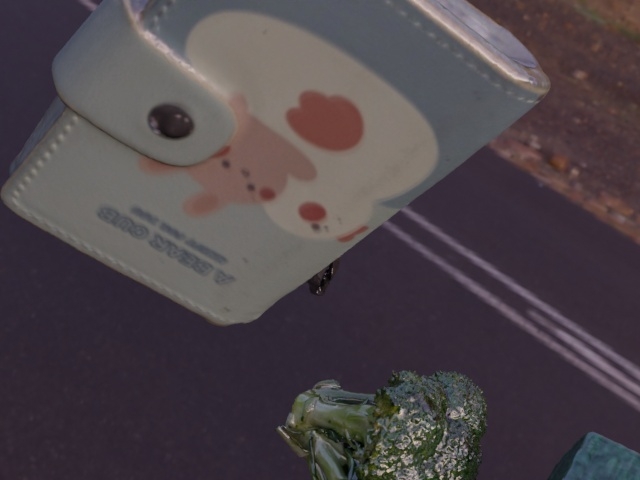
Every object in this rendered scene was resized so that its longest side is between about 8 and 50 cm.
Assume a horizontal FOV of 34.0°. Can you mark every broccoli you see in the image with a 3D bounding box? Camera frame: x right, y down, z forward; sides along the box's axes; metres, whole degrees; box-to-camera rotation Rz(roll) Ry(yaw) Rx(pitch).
[{"bbox_3d":[0.081,0.302,1.424,0.283,0.321,0.304,25,-9,25],"label":"broccoli"}]

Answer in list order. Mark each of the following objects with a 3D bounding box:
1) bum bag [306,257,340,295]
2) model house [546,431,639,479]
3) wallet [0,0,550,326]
[{"bbox_3d":[0.000,0.000,1.103,0.049,0.087,0.198,4,-16,4],"label":"bum bag"},{"bbox_3d":[0.322,0.456,1.266,0.342,0.382,0.334,51,-30,-19],"label":"model house"},{"bbox_3d":[-0.056,-0.076,0.718,0.252,0.360,0.083,32,43,-22],"label":"wallet"}]
